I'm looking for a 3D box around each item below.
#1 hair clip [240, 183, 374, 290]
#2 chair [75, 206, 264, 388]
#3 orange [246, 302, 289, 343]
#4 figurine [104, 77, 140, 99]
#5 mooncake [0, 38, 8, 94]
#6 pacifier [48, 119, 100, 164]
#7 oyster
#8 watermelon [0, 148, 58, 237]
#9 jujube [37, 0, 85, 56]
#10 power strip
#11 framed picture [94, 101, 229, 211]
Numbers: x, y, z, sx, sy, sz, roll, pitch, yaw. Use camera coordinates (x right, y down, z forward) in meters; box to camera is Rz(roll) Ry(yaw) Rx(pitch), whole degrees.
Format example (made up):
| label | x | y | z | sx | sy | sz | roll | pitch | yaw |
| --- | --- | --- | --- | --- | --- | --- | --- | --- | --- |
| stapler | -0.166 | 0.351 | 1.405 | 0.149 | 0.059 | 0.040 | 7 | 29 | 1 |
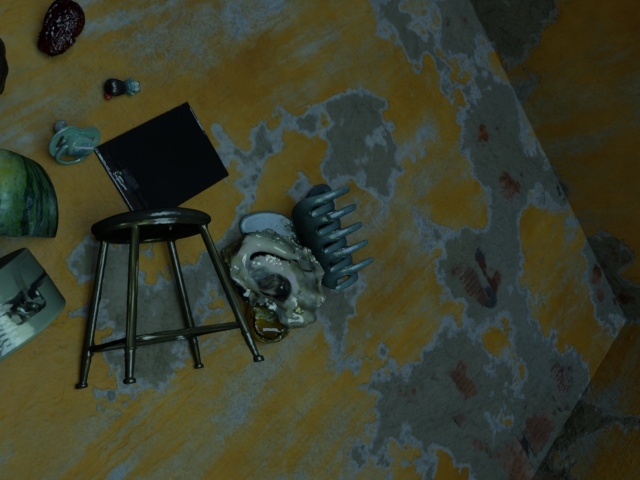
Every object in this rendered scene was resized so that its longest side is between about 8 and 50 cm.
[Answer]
| label | x | y | z | sx | sy | sz | roll | pitch | yaw |
| --- | --- | --- | --- | --- | --- | --- | --- | --- | --- |
| hair clip | 0.000 | 0.000 | 2.113 | 0.392 | 0.238 | 0.318 | -24 | 100 | -37 |
| chair | -0.413 | 0.141 | 1.712 | 0.362 | 0.365 | 0.410 | -3 | 81 | -37 |
| orange | -0.164 | 0.235 | 2.028 | 0.160 | 0.112 | 0.170 | 54 | 38 | 1 |
| figurine | -0.558 | -0.427 | 1.879 | 0.106 | 0.047 | 0.060 | -16 | 129 | -45 |
| mooncake | -0.881 | -0.409 | 1.508 | 0.324 | 0.187 | 0.324 | 19 | 63 | -43 |
| pacifier | -0.660 | -0.266 | 1.756 | 0.116 | 0.126 | 0.150 | 44 | 32 | 18 |
| oyster | -0.140 | 0.098 | 1.975 | 0.351 | 0.115 | 0.237 | 27 | 84 | 12 |
| watermelon | -0.766 | -0.095 | 1.628 | 0.262 | 0.201 | 0.212 | 29 | 58 | -76 |
| jujube | -0.683 | -0.564 | 1.772 | 0.104 | 0.104 | 0.165 | 21 | 75 | -33 |
| power strip | -0.735 | 0.162 | 1.454 | 0.357 | 0.357 | 0.161 | -41 | 110 | -34 |
| framed picture | -0.452 | -0.226 | 1.945 | 0.339 | 0.014 | 0.255 | -38 | 105 | -35 |
